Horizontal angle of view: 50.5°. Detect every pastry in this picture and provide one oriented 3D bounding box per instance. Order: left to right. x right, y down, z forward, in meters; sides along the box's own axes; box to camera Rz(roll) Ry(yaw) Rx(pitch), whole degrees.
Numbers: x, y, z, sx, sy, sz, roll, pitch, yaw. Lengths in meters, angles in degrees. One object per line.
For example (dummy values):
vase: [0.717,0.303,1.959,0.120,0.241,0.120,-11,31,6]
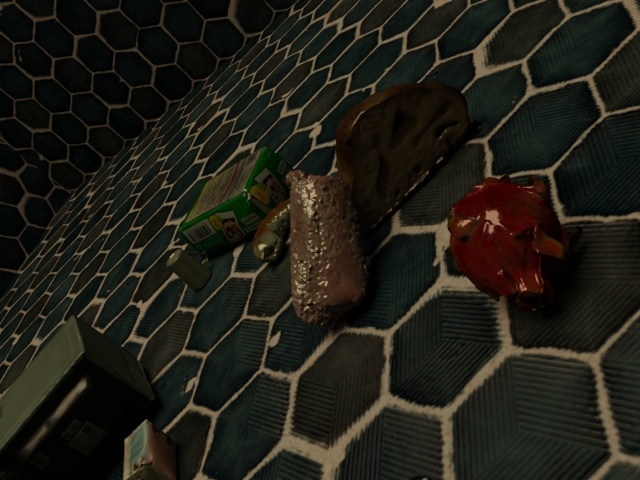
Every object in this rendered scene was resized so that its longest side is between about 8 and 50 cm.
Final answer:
pastry: [0.006,-0.009,0.991,0.112,0.103,0.265,-46,46,45]

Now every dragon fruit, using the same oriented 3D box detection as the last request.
dragon fruit: [0.200,-0.001,0.733,0.136,0.133,0.165,-42,35,30]

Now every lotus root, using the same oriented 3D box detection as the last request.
lotus root: [0.110,-0.146,1.052,0.261,0.170,0.074,-41,29,1]

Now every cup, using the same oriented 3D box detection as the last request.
cup: [-0.270,0.053,1.421,0.075,0.083,0.054,-48,24,-7]

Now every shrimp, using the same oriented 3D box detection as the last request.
shrimp: [-0.053,-0.030,1.267,0.166,0.049,0.161,-27,29,20]

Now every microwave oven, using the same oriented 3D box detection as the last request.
microwave oven: [-0.460,0.323,1.213,0.295,0.181,0.237,-50,28,-7]

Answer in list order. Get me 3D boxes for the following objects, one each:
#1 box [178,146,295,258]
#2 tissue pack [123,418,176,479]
box: [-0.180,-0.079,1.455,0.250,0.103,0.180,-24,34,37]
tissue pack: [-0.254,0.330,1.014,0.059,0.074,0.094,-40,29,8]
